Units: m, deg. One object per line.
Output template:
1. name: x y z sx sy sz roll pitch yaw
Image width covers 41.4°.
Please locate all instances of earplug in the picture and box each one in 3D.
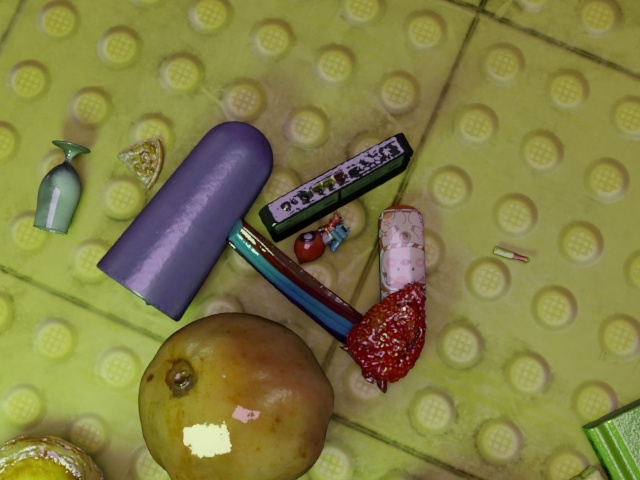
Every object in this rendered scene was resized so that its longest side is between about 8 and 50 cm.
1. earplug: -0.268 -0.061 1.845 0.215 0.215 0.455 34 81 5

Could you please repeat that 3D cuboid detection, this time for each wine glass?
1. wine glass: -0.584 -0.117 1.907 0.093 0.093 0.202 13 83 2

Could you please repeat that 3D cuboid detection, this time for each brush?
1. brush: 0.431 0.034 1.912 0.083 0.021 0.018 17 82 8

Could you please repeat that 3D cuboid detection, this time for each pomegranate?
1. pomegranate: -0.169 0.339 1.720 0.412 0.411 0.411 0 83 1

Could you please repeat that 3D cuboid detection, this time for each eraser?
1. eraser: 0.722 0.484 1.819 0.210 0.092 0.274 -24 82 -2

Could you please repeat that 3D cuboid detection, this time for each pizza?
1. pizza: -0.418 -0.179 1.947 0.109 0.026 0.122 10 84 4

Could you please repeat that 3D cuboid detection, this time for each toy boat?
1. toy boat: -0.042 0.095 1.837 0.392 0.136 0.079 42 94 -18

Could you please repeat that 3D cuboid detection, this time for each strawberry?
1. strawberry: 0.168 0.211 1.816 0.174 0.098 0.228 40 105 -17

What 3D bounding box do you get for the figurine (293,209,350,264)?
1. figurine: 0.000 0.000 1.900 0.140 0.068 0.075 -37 101 6

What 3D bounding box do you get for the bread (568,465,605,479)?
1. bread: 0.586 0.598 1.816 0.126 0.068 0.188 -31 84 -3

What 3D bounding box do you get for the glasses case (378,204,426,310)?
1. glasses case: 0.182 0.053 1.889 0.103 0.067 0.266 -2 83 0

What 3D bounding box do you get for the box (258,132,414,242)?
1. box: 0.033 -0.112 1.840 0.350 0.211 0.058 -28 81 -4

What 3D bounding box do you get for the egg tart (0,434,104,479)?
1. egg tart: -0.598 0.569 1.803 0.319 0.128 0.318 0 83 -3
